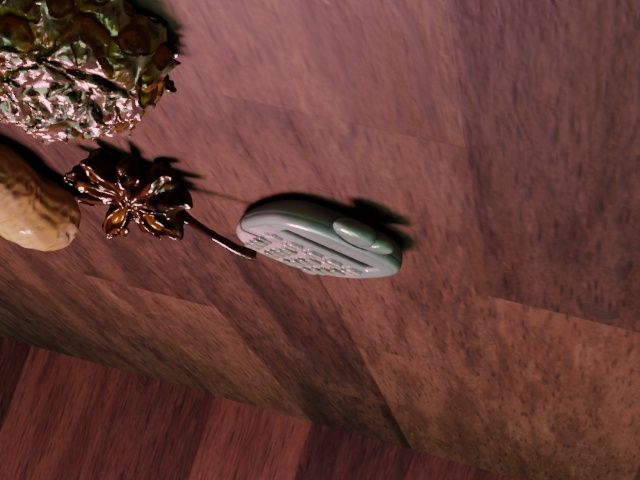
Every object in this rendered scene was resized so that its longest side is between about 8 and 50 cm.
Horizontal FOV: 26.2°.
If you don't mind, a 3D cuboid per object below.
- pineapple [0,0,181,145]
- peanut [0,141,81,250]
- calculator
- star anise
[{"bbox_3d":[-0.232,-0.151,1.246,0.224,0.076,0.225,1,147,1],"label":"pineapple"},{"bbox_3d":[-0.410,-0.061,1.801,0.117,0.101,0.263,-9,156,17],"label":"peanut"},{"bbox_3d":[0.000,0.000,1.683,0.184,0.042,0.295,24,166,-22],"label":"calculator"},{"bbox_3d":[-0.209,-0.038,1.694,0.177,0.073,0.234,-9,135,42],"label":"star anise"}]
